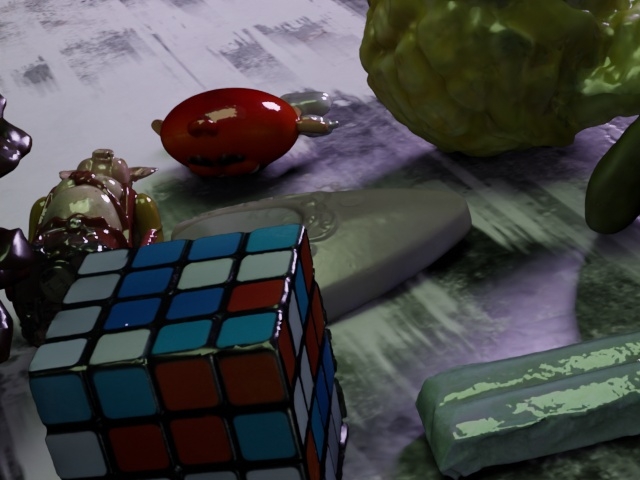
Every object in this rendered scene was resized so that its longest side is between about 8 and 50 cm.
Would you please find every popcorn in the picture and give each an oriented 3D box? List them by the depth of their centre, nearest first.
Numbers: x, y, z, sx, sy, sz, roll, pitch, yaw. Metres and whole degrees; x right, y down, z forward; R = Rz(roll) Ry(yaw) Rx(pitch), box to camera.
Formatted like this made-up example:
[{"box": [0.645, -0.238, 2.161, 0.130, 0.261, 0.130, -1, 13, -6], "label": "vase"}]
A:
[{"box": [0.168, -0.207, 1.306, 0.293, 0.293, 0.237, -13, 2, -5], "label": "popcorn"}]

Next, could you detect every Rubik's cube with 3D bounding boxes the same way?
[{"box": [-0.072, 0.098, 0.895, 0.151, 0.155, 0.154, -8, 25, 11], "label": "Rubik's cube"}]

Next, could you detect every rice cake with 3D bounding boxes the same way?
[{"box": [0.175, 0.094, 0.932, 0.226, 0.040, 0.085, -13, 25, -4], "label": "rice cake"}]

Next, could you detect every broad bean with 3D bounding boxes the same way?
[{"box": [0.278, -0.092, 1.126, 0.207, 0.072, 0.153, -45, -18, 25], "label": "broad bean"}]

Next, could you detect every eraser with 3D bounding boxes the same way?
[{"box": [0.000, -0.001, 1.171, 0.243, 0.059, 0.204, -17, 26, -2], "label": "eraser"}]

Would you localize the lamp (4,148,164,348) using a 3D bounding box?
[{"box": [-0.182, -0.008, 1.203, 0.118, 0.118, 0.253, -5, 28, 11], "label": "lamp"}]

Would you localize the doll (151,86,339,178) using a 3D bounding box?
[{"box": [-0.073, -0.106, 1.399, 0.183, 0.085, 0.217, -5, 9, 7], "label": "doll"}]

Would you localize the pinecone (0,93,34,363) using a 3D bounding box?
[{"box": [-0.391, 0.005, 0.987, 0.397, 0.398, 0.398, -9, 26, 4], "label": "pinecone"}]
